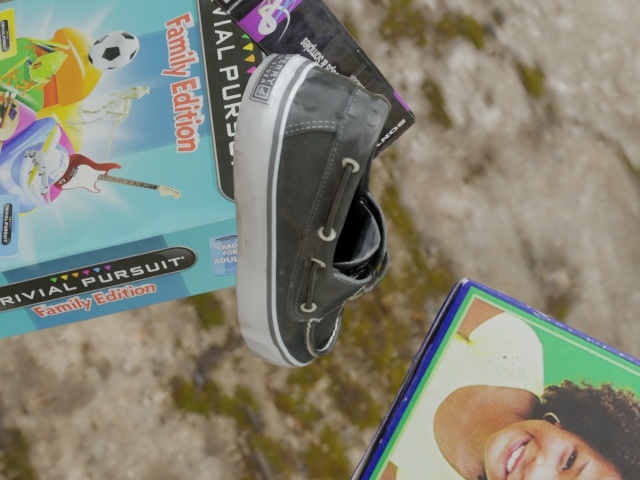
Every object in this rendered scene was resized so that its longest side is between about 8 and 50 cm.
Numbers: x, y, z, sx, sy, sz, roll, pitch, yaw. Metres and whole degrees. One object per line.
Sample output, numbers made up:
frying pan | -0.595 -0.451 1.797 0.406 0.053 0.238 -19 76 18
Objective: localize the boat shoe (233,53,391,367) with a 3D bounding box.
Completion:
boat shoe | 0.000 0.000 0.509 0.040 0.142 0.049 18 59 13

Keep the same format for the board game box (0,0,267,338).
board game box | -0.162 -0.069 1.172 0.079 0.336 0.254 71 8 -51

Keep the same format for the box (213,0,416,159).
box | -0.030 -0.095 0.587 0.116 0.029 0.162 49 5 23

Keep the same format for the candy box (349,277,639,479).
candy box | 0.189 0.156 0.704 0.122 0.317 0.268 -64 163 -8
